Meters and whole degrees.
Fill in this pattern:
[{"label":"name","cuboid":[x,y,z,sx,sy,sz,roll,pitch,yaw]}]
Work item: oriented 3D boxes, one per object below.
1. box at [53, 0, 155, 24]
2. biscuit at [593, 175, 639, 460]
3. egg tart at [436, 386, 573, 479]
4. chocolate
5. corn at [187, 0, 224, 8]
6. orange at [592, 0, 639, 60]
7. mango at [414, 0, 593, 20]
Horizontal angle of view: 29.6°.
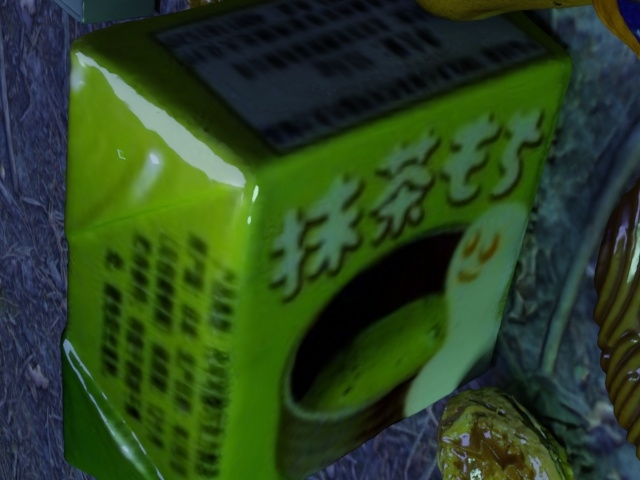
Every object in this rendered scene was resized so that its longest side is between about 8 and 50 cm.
[{"label":"box","cuboid":[-0.213,-0.333,1.133,0.129,0.086,0.225,41,135,42]},{"label":"biscuit","cuboid":[0.213,0.044,0.648,0.176,0.031,0.228,30,126,52]},{"label":"egg tart","cuboid":[0.126,0.157,0.813,0.130,0.052,0.130,30,127,49]},{"label":"chocolate","cuboid":[0.000,0.000,0.731,0.137,0.301,0.288,34,131,32]},{"label":"corn","cuboid":[-0.066,-0.265,0.853,0.119,0.119,0.321,40,153,45]},{"label":"orange","cuboid":[0.190,-0.114,0.483,0.155,0.177,0.177,-48,49,4]},{"label":"mango","cuboid":[0.110,-0.169,0.635,0.159,0.084,0.105,-11,100,25]}]
